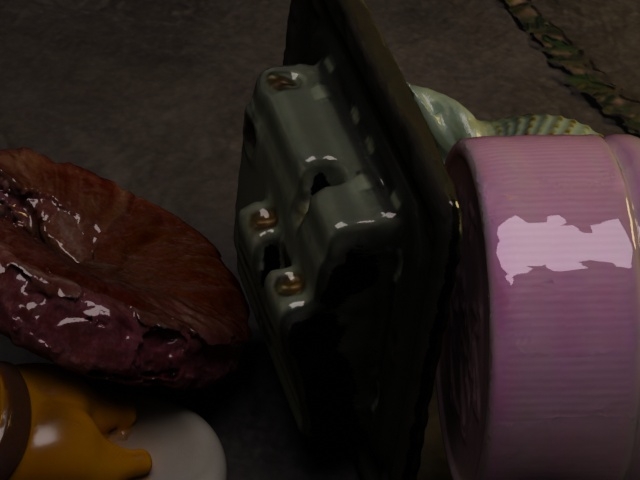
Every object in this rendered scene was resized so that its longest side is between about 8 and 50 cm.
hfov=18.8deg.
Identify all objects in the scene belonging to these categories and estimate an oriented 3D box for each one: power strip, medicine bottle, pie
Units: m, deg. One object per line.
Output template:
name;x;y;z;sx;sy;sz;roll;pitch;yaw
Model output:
power strip;-0.001;0.002;1.102;0.092;0.251;0.257;-13;45;-12
medicine bottle;0.227;0.041;1.040;0.315;0.202;0.202;0;42;-6
pie;-0.135;0.016;1.155;0.204;0.054;0.219;22;18;-23

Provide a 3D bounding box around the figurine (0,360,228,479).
figurine;-0.174;0.093;1.066;0.250;0.141;0.167;-9;42;-15

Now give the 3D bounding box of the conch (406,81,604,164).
conch;0.101;-0.013;1.220;0.200;0.131;0.172;25;47;29
